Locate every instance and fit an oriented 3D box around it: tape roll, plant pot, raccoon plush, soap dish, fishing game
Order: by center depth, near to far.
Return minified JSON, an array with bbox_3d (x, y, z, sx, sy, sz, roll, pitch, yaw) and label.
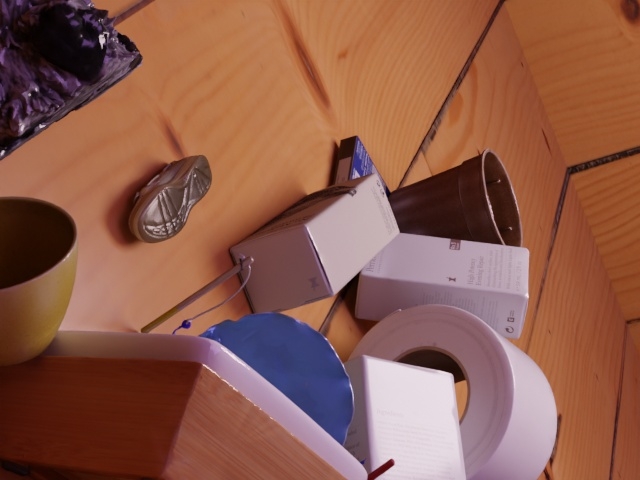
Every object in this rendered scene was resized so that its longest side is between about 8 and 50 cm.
[{"bbox_3d":[-0.251,0.041,0.920,0.134,0.134,0.095,-69,161,-54],"label":"plant pot"},{"bbox_3d":[-0.318,-0.206,0.942,0.299,0.216,0.446,54,-2,-10],"label":"raccoon plush"},{"bbox_3d":[-0.115,0.188,0.994,0.291,0.228,0.118,47,52,-44],"label":"soap dish"},{"bbox_3d":[-0.059,0.161,1.173,0.264,0.189,0.041,51,10,-3],"label":"fishing game"},{"bbox_3d":[0.163,0.221,1.523,0.169,0.246,0.246,34,45,-55],"label":"tape roll"},{"bbox_3d":[0.199,-0.035,1.770,0.167,0.165,0.167,44,37,-48],"label":"plant pot"}]

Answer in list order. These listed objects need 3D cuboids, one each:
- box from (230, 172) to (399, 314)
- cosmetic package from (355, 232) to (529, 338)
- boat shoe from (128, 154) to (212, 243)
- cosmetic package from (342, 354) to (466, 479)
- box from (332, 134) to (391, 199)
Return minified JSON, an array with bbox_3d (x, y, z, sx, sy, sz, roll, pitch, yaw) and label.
[{"bbox_3d":[0.000,0.000,1.478,0.094,0.113,0.275,69,23,-8],"label":"box"},{"bbox_3d":[0.170,0.059,1.644,0.117,0.231,0.086,-76,172,-54],"label":"cosmetic package"},{"bbox_3d":[-0.166,-0.044,1.243,0.153,0.048,0.056,-59,140,-50],"label":"boat shoe"},{"bbox_3d":[0.060,0.247,1.351,0.151,0.151,0.184,17,59,-37],"label":"cosmetic package"},{"bbox_3d":[0.083,-0.030,1.762,0.225,0.036,0.136,55,30,-35],"label":"box"}]
